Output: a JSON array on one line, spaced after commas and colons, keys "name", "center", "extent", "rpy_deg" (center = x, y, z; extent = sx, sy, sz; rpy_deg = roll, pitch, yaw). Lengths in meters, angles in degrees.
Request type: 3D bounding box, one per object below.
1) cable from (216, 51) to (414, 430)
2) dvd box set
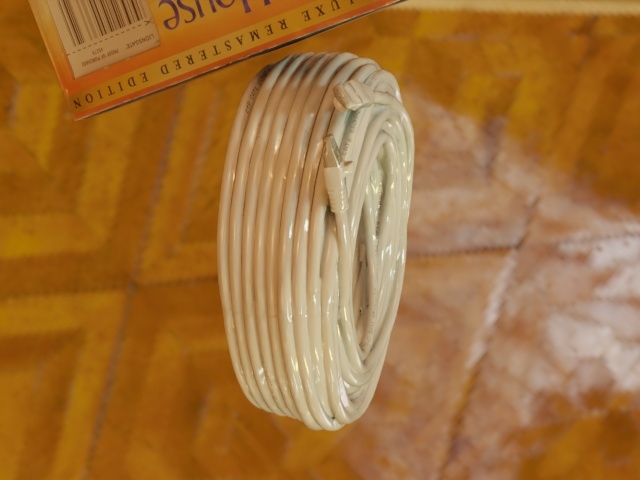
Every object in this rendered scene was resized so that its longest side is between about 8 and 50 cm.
[{"name": "cable", "center": [0.000, 0.000, 1.327], "extent": [0.257, 0.089, 0.257], "rpy_deg": [-42, 137, -72]}, {"name": "dvd box set", "center": [-0.116, -0.315, 1.273], "extent": [0.062, 0.307, 0.420], "rpy_deg": [-26, 97, -50]}]
